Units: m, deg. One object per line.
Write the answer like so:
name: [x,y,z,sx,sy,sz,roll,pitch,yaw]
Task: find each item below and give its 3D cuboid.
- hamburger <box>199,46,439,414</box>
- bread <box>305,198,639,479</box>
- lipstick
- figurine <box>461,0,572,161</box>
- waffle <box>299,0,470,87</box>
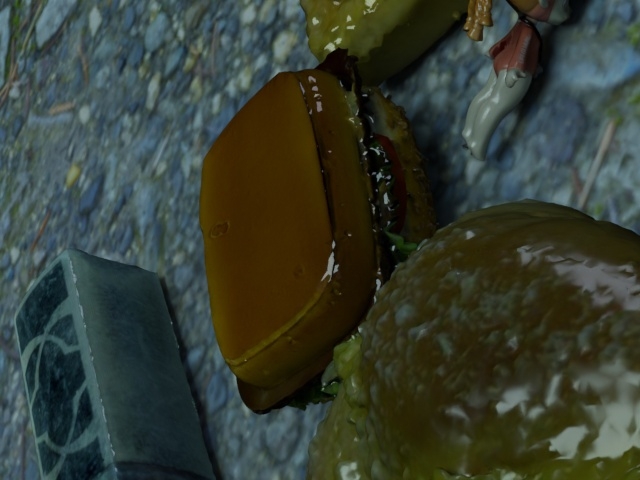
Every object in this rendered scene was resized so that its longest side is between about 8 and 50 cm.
hamburger: [0.000,0.000,0.849,0.137,0.087,0.166,-36,49,40]
bread: [0.090,0.095,0.620,0.246,0.176,0.195,33,101,52]
lipstick: [-0.103,0.131,0.941,0.077,0.076,0.290,-50,40,31]
figurine: [0.086,-0.090,0.811,0.064,0.047,0.109,-110,39,-70]
waffle: [0.056,-0.232,0.895,0.221,0.055,0.248,-41,47,36]
